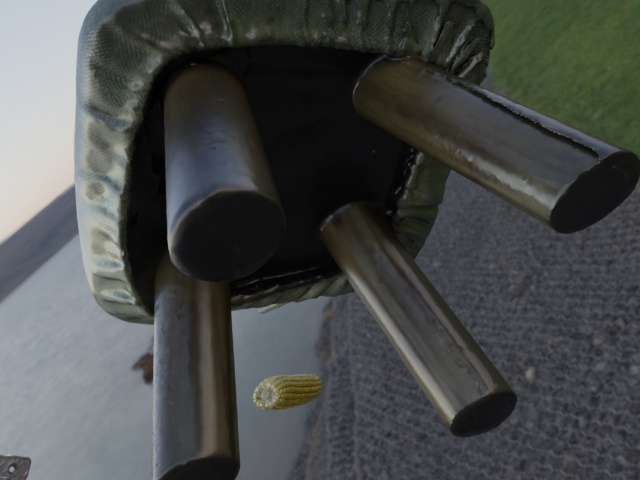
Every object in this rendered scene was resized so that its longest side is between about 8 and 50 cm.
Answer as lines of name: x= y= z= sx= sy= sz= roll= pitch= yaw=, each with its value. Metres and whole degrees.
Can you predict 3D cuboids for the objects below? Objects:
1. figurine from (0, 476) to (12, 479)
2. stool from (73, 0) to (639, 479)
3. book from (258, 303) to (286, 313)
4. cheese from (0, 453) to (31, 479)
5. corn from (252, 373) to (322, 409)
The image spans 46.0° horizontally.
figurine: x=-0.355 y=0.448 z=0.975 sx=0.204 sy=0.185 sz=0.332 roll=-31 pitch=50 yaw=2
stool: x=0.000 y=0.000 z=0.525 sx=0.310 sy=0.310 sz=0.226 roll=103 pitch=152 yaw=-42
book: x=-0.044 y=-0.033 z=1.387 sx=0.208 sy=0.020 sz=0.295 roll=-25 pitch=56 yaw=28
cheese: x=-0.538 y=0.329 z=1.121 sx=0.050 sy=0.255 sz=0.127 roll=-3 pitch=72 yaw=30
corn: x=-0.058 y=0.289 z=1.446 sx=0.085 sy=0.063 sz=0.165 roll=-49 pitch=-27 yaw=20
